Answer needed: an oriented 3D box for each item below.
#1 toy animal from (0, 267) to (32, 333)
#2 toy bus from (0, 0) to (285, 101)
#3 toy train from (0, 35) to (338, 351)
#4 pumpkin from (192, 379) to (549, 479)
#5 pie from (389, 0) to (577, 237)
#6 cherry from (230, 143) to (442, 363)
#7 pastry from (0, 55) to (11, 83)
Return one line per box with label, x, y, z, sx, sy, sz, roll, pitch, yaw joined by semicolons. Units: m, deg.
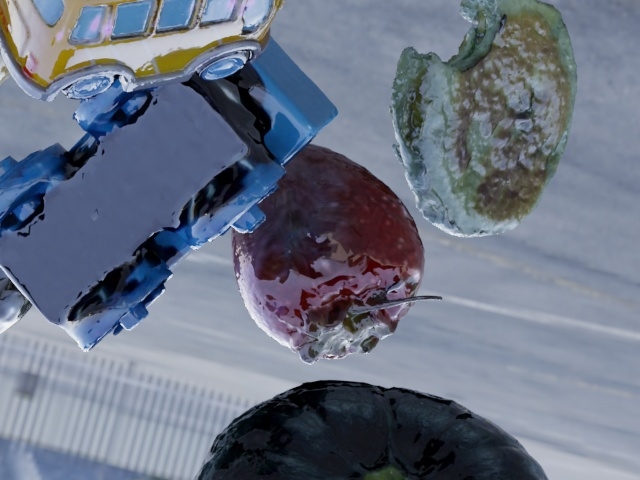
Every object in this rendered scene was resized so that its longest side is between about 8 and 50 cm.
toy animal;-0.506;0.046;1.911;0.213;0.212;0.267;7;-166;37
toy bus;-0.120;-0.187;1.020;0.210;0.126;0.136;-13;161;-29
toy train;-0.151;-0.053;1.286;0.188;0.300;0.265;48;-158;-3
pumpkin;0.036;0.257;1.105;0.315;0.315;0.238;12;139;11
pie;0.194;-0.145;1.677;0.067;0.302;0.302;21;178;44
cherry;0.000;0.000;1.490;0.192;0.249;0.175;-31;166;18
pastry;-0.479;-0.293;1.503;0.389;0.312;0.388;-18;157;-8
